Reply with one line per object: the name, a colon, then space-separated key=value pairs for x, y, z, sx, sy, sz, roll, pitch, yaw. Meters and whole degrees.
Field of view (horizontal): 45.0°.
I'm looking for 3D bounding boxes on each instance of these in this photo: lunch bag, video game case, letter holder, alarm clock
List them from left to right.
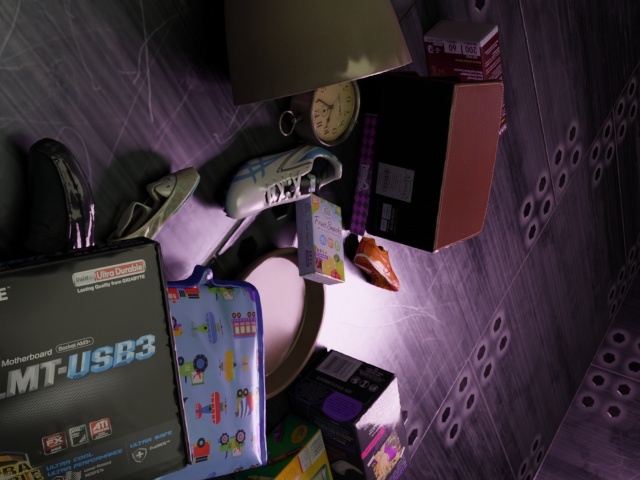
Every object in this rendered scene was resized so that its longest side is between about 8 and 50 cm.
lunch bag: x=-0.185 y=0.182 z=1.108 sx=0.221 sy=0.138 sz=0.293 roll=3 pitch=96 yaw=-46
alarm clock: x=-0.007 y=-0.215 z=1.262 sx=0.192 sy=0.064 sz=0.129 roll=-34 pitch=130 yaw=-44
video game case: x=0.147 y=-0.132 z=1.520 sx=0.210 sy=0.042 sz=0.231 roll=-12 pitch=114 yaw=-50
letter holder: x=0.219 y=-0.156 z=1.443 sx=0.214 sy=0.152 sz=0.301 roll=-17 pitch=117 yaw=-49

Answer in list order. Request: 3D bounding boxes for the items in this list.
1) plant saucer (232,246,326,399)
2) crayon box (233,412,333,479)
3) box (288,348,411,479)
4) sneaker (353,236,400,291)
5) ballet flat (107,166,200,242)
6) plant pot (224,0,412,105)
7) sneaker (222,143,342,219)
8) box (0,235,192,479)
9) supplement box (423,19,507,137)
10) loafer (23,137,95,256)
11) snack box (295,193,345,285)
plant saucer: x=-0.089 y=0.142 z=1.328 sx=0.278 sy=0.041 sz=0.277 roll=-25 pitch=123 yaw=-46
crayon box: x=-0.056 y=0.490 z=1.485 sx=0.165 sy=0.081 sz=0.278 roll=-41 pitch=134 yaw=-35
box: x=0.062 y=0.373 z=1.520 sx=0.143 sy=0.165 sz=0.270 roll=-41 pitch=135 yaw=-36
sneaker: x=0.124 y=0.052 z=1.555 sx=0.175 sy=0.064 sz=0.067 roll=54 pitch=51 yaw=-52
ballet flat: x=-0.226 y=-0.047 z=1.053 sx=0.168 sy=0.057 sz=0.052 roll=-57 pitch=132 yaw=-20
plant pot: x=-0.028 y=-0.348 z=1.052 sx=0.257 sy=0.257 sz=0.273 roll=-28 pitch=110 yaw=-44
sneaker: x=-0.058 y=-0.094 z=1.229 sx=0.237 sy=0.086 sz=0.085 roll=-31 pitch=129 yaw=-41
box: x=-0.313 y=0.164 z=0.890 sx=0.296 sy=0.073 sz=0.293 roll=-11 pitch=105 yaw=-29
supplement box: x=0.295 y=-0.316 z=1.564 sx=0.073 sy=0.130 sz=0.239 roll=-47 pitch=136 yaw=-32
loafer: x=-0.316 y=-0.012 z=0.928 sx=0.078 sy=0.076 sz=0.223 roll=-39 pitch=137 yaw=-48
snack box: x=0.000 y=0.000 z=1.340 sx=0.100 sy=0.037 sz=0.141 roll=23 pitch=59 yaw=-56
